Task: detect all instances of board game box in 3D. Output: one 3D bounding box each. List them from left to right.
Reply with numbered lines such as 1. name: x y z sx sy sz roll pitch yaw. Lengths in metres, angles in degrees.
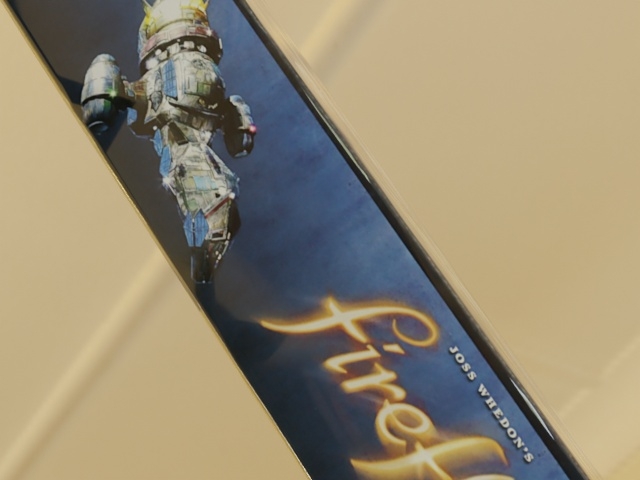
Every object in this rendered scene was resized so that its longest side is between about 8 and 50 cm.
1. board game box: 0.000 0.000 0.428 0.042 0.243 0.165 -36 -23 3
